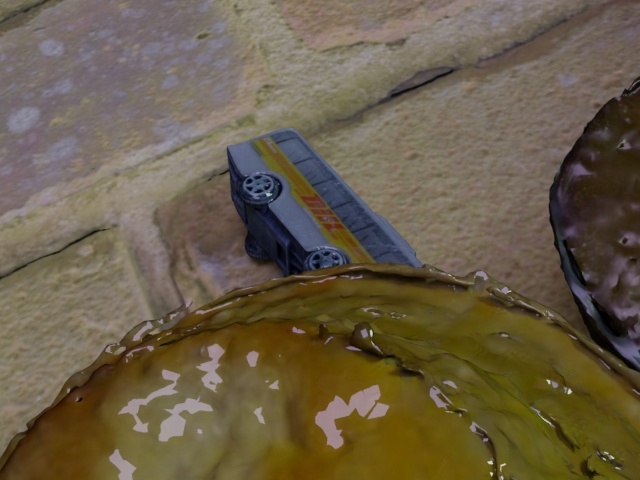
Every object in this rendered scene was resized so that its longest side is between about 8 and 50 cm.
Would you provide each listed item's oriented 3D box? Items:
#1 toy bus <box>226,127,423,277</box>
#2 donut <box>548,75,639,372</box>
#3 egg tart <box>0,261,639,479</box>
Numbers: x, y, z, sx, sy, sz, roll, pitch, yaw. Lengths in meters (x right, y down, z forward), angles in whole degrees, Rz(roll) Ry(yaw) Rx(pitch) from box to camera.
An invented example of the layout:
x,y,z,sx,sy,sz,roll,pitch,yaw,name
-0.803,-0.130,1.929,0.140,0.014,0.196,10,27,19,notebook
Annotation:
x,y,z,sx,sy,sz,roll,pitch,yaw,name
0.000,0.000,0.695,0.075,0.064,0.190,-24,48,-22,toy bus
0.269,0.018,0.587,0.272,0.107,0.272,-6,55,8,donut
-0.017,0.178,0.457,0.443,0.178,0.443,-10,54,14,egg tart
